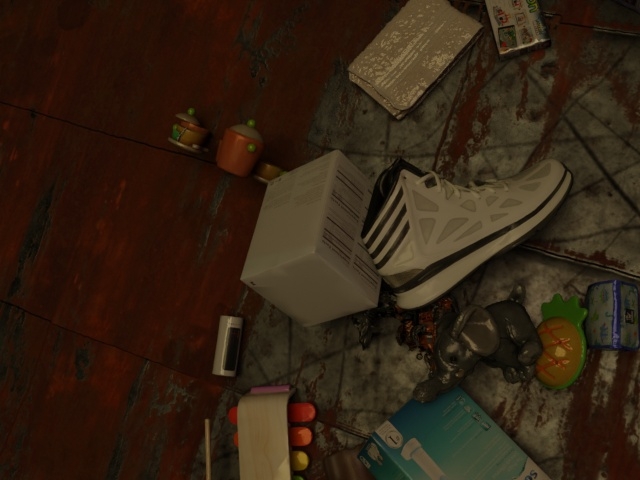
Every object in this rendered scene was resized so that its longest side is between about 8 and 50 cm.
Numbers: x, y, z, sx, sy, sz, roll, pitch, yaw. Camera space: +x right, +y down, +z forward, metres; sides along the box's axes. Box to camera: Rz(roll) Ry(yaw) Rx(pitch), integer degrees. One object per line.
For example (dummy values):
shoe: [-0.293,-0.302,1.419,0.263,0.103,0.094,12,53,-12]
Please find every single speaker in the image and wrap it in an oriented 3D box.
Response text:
speaker: [-0.210,0.239,1.632,0.055,0.055,0.136,5,81,18]

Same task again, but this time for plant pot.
plant pot: [0.087,0.503,1.444,0.166,0.167,0.165,-23,66,12]

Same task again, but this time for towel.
towel: [0.209,-0.428,1.625,0.187,0.049,0.282,43,94,19]

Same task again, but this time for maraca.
maraca: [0.465,0.197,1.399,0.127,0.099,0.186,6,83,53]

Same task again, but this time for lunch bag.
lunch bag: [0.553,0.145,1.359,0.096,0.151,0.129,0,79,18]

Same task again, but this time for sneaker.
sneaker: [0.274,-0.088,1.395,0.447,0.169,0.258,-36,99,-11]

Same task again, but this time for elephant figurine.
elephant figurine: [0.289,0.195,1.377,0.239,0.169,0.186,5,37,-15]

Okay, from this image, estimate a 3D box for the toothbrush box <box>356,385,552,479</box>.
toothbrush box: [0.253,0.436,1.363,0.216,0.126,0.295,-34,67,-31]

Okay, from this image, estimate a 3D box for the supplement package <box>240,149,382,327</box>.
supplement package: [0.000,0.000,1.454,0.199,0.198,0.263,-21,42,37]

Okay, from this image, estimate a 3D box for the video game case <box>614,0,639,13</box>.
video game case: [0.633,-0.539,1.395,0.244,0.269,0.061,34,90,19]

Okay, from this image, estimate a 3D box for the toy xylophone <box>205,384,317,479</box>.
toy xylophone: [-0.134,0.472,1.551,0.236,0.081,0.323,1,80,17]

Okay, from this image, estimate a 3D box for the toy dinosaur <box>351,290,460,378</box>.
toy dinosaur: [0.173,0.140,1.508,0.218,0.164,0.322,-20,56,-2]

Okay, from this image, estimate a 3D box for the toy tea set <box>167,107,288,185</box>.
toy tea set: [-0.223,-0.239,1.650,0.336,0.200,0.124,26,97,25]

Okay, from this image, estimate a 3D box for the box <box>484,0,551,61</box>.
box: [0.425,-0.509,1.578,0.114,0.036,0.207,-14,76,15]
